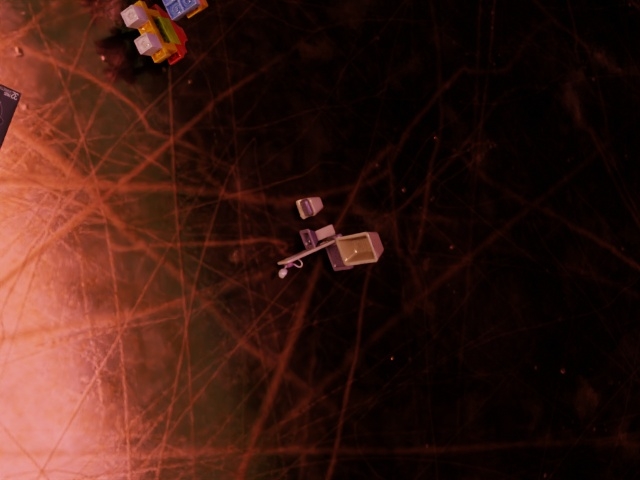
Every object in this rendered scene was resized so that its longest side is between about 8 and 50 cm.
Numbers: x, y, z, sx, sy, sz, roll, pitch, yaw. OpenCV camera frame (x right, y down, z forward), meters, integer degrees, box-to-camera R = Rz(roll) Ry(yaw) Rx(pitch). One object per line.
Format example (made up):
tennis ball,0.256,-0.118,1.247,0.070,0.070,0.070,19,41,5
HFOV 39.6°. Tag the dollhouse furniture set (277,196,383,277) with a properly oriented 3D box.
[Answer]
dollhouse furniture set,0.000,0.000,0.934,0.081,0.114,0.091,-24,96,-30

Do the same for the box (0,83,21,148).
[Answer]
box,-0.319,-0.115,0.782,0.083,0.052,0.062,24,68,-29

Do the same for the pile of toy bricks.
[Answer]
pile of toy bricks,-0.162,-0.294,0.902,0.212,0.118,0.105,64,23,4
